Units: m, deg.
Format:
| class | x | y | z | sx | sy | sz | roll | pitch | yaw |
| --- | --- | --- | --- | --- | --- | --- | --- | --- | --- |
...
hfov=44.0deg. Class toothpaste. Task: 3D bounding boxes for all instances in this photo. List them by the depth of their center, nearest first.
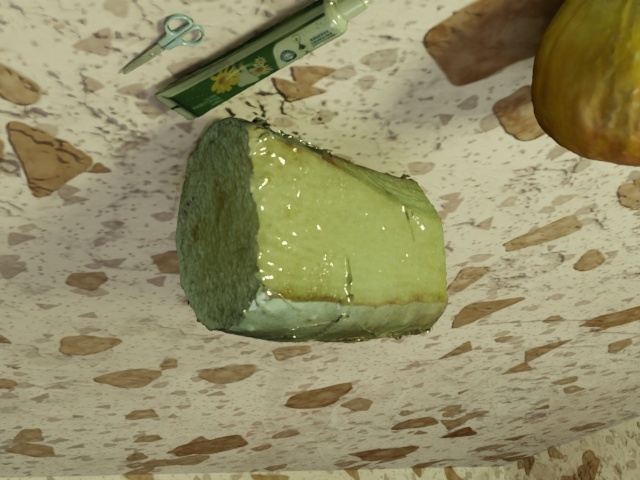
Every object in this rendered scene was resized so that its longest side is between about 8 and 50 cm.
| class | x | y | z | sx | sy | sz | roll | pitch | yaw |
| --- | --- | --- | --- | --- | --- | --- | --- | --- | --- |
| toothpaste | -0.048 | -0.151 | 0.651 | 0.204 | 0.031 | 0.049 | -23 | 149 | 27 |

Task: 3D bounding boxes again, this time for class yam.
| class | x | y | z | sx | sy | sz | roll | pitch | yaw |
| --- | --- | --- | --- | --- | --- | --- | --- | --- | --- |
| yam | -0.003 | 0.003 | 0.806 | 0.271 | 0.202 | 0.201 | 7 | 170 | -33 |

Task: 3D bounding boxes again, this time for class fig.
| class | x | y | z | sx | sy | sz | roll | pitch | yaw |
| --- | --- | --- | --- | --- | --- | --- | --- | --- | --- |
| fig | 0.261 | -0.180 | 0.623 | 0.159 | 0.159 | 0.257 | -5 | 131 | -11 |

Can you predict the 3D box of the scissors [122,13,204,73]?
| class | x | y | z | sx | sy | sz | roll | pitch | yaw |
| --- | --- | --- | --- | --- | --- | --- | --- | --- | --- |
| scissors | -0.131 | -0.155 | 0.639 | 0.083 | 0.006 | 0.036 | -25 | 148 | 27 |
